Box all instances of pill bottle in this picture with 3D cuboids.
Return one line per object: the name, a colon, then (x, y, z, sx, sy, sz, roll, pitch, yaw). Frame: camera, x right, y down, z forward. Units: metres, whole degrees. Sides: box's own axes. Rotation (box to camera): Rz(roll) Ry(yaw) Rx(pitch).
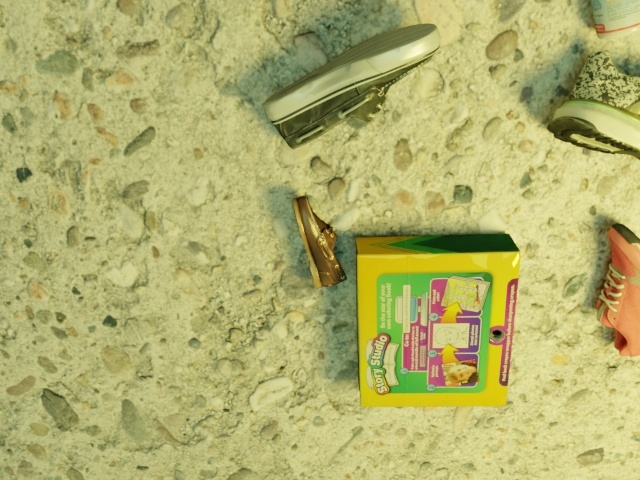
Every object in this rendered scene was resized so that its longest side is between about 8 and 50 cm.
pill bottle: (0.489, -0.423, 0.951, 0.087, 0.087, 0.160, -17, 111, 9)

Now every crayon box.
crayon box: (0.232, 0.171, 1.204, 0.312, 0.106, 0.363, -1, 113, 4)

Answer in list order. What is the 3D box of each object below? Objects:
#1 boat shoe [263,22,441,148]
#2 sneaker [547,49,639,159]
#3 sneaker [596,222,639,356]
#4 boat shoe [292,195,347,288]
boat shoe: (0.064, -0.269, 1.031, 0.335, 0.121, 0.119, -20, 119, 22)
sneaker: (0.619, -0.223, 1.013, 0.410, 0.158, 0.182, 14, 95, -9)
sneaker: (0.618, 0.116, 1.160, 0.136, 0.116, 0.314, -24, 110, 13)
boat shoe: (0.000, 0.000, 1.161, 0.073, 0.073, 0.207, -14, 119, 6)
